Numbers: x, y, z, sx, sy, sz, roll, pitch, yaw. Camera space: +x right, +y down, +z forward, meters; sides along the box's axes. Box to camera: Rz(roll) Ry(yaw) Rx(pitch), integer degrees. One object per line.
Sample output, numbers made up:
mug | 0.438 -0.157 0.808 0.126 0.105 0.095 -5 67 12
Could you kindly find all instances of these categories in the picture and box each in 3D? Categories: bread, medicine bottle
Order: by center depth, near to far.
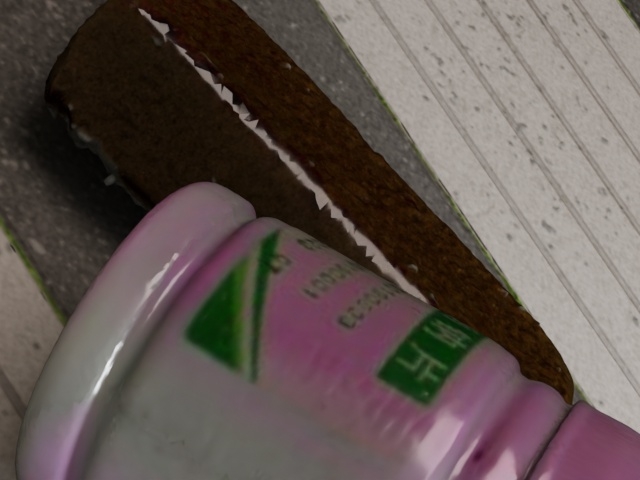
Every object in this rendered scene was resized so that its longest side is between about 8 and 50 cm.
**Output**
medicine bottle | 0.019 0.130 1.031 0.325 0.212 0.212 30 39 12
bread | 0.000 0.000 1.247 0.416 0.113 0.165 46 23 -3
